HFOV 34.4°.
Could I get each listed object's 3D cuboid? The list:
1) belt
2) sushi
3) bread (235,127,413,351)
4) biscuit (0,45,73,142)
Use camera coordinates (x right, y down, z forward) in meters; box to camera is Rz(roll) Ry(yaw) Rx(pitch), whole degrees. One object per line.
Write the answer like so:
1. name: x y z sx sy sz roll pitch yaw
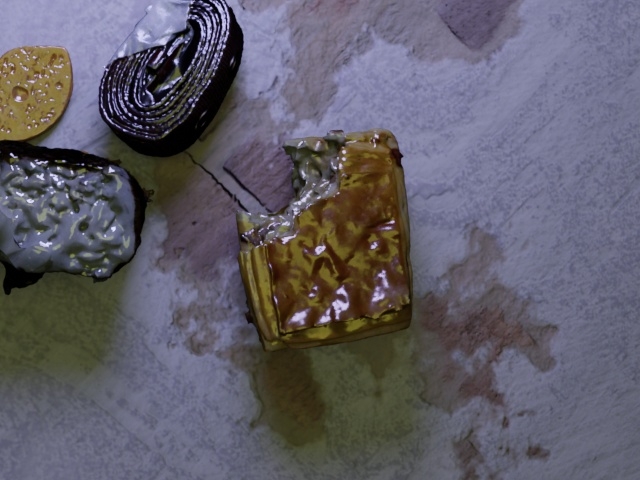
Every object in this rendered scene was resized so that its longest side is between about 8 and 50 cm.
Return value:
1. belt: -0.244 -0.280 1.736 0.184 0.164 0.289 31 84 10
2. sushi: -0.452 -0.040 1.659 0.349 0.207 0.234 12 101 -12
3. bread: 0.000 0.000 1.806 0.314 0.191 0.369 -8 82 -11
4. biscuit: -0.498 -0.240 1.720 0.142 0.029 0.220 46 79 -12
